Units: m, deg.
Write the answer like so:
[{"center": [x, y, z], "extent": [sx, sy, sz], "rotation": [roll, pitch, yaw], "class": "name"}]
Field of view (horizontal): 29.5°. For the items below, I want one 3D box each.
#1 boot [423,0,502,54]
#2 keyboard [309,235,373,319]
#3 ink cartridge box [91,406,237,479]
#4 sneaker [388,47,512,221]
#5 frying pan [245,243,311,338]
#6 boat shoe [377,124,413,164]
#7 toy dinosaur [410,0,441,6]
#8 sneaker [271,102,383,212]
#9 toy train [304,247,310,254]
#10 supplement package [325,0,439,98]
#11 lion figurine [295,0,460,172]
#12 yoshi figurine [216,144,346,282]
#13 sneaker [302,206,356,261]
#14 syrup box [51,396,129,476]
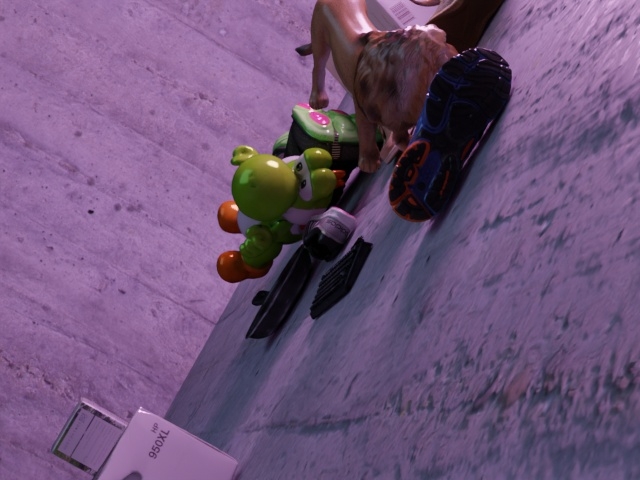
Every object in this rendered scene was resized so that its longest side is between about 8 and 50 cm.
[{"center": [0.202, -0.332, 1.823], "extent": [0.213, 0.077, 0.165], "rotation": [-52, 8, 8], "class": "boot"}, {"center": [0.029, 0.044, 1.708], "extent": [0.108, 0.023, 0.180], "rotation": [-62, 7, -22], "class": "keyboard"}, {"center": [-0.295, 0.459, 1.684], "extent": [0.395, 0.166, 0.285], "rotation": [-55, 8, 46], "class": "ink cartridge box"}, {"center": [0.135, -0.116, 1.333], "extent": [0.221, 0.083, 0.087], "rotation": [-57, -3, -10], "class": "sneaker"}, {"center": [-0.094, 0.124, 2.205], "extent": [0.197, 0.053, 0.326], "rotation": [-61, 5, -33], "class": "frying pan"}, {"center": [0.116, -0.188, 1.926], "extent": [0.063, 0.059, 0.170], "rotation": [-54, 8, 46], "class": "boat shoe"}, {"center": [0.201, -0.396, 1.945], "extent": [0.211, 0.112, 0.064], "rotation": [-55, -1, -43], "class": "toy dinosaur"}, {"center": [0.000, -0.125, 2.265], "extent": [0.483, 0.185, 0.202], "rotation": [133, 149, -79], "class": "sneaker"}, {"center": [-0.025, 0.021, 2.309], "extent": [0.023, 0.017, 0.083], "rotation": [111, -175, -58], "class": "toy train"}, {"center": [0.125, -0.348, 2.103], "extent": [0.134, 0.139, 0.244], "rotation": [-37, -6, -28], "class": "supplement package"}, {"center": [0.060, -0.262, 1.717], "extent": [0.142, 0.392, 0.240], "rotation": [-25, -42, -21], "class": "lion figurine"}, {"center": [-0.106, -0.060, 2.084], "extent": [0.203, 0.203, 0.362], "rotation": [-46, 1, -33], "class": "yoshi figurine"}, {"center": [0.000, 0.000, 1.958], "extent": [0.074, 0.063, 0.170], "rotation": [-55, 9, -21], "class": "sneaker"}, {"center": [-0.294, 0.344, 1.900], "extent": [0.093, 0.237, 0.096], "rotation": [-60, 9, -8], "class": "syrup box"}]
